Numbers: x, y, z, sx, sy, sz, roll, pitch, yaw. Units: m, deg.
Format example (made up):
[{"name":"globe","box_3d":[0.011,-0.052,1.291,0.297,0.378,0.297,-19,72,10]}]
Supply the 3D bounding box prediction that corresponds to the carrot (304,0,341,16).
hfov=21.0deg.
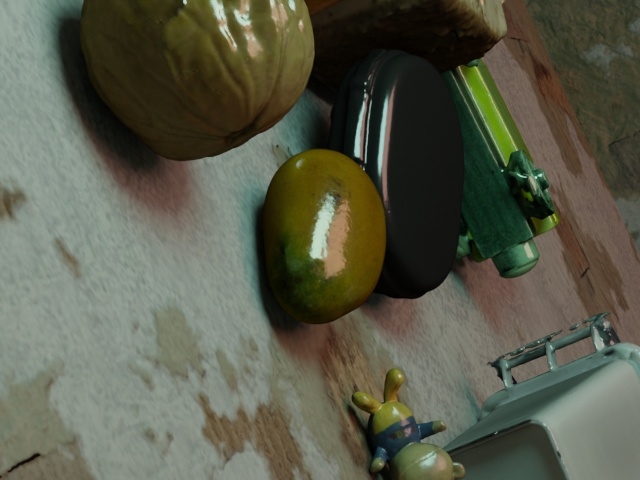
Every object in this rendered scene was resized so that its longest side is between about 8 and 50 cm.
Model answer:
[{"name":"carrot","box_3d":[-0.023,-0.345,1.975,0.196,0.254,0.196,45,29,-33]}]

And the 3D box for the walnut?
[{"name":"walnut","box_3d":[-0.117,-0.192,1.622,0.228,0.228,0.228,52,23,-33]}]

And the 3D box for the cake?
[{"name":"cake","box_3d":[0.060,-0.356,2.180,0.256,0.282,0.290,29,47,-58]}]

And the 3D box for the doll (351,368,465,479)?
[{"name":"doll","box_3d":[0.098,0.232,1.859,0.179,0.102,0.089,62,-19,-8]}]

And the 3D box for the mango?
[{"name":"mango","box_3d":[0.003,0.002,1.833,0.151,0.120,0.221,44,35,-39]}]

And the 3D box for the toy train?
[{"name":"toy train","box_3d":[0.202,-0.158,2.477,0.442,0.179,0.272,64,13,0]}]

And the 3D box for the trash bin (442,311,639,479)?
[{"name":"trash bin","box_3d":[0.279,0.268,2.079,0.368,0.256,0.296,-10,78,-62]}]

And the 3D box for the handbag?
[{"name":"handbag","box_3d":[0.087,-0.082,2.075,0.254,0.093,0.308,40,51,-52]}]
